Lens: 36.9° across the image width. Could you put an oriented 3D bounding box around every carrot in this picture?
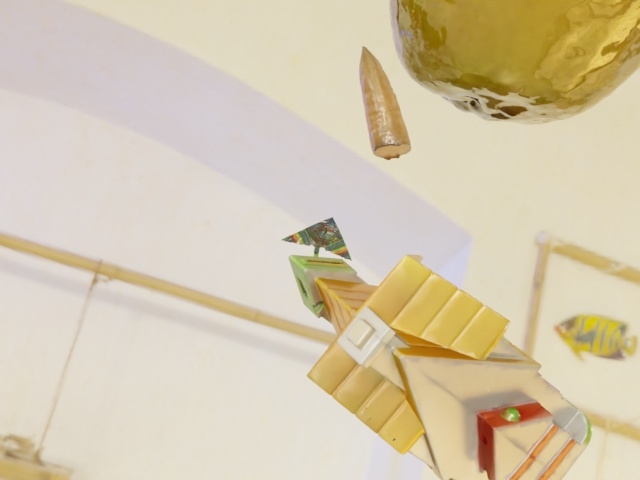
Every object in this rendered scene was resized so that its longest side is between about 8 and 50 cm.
[{"bbox_3d":[0.100,-0.244,1.665,0.072,0.205,0.072,-15,-13,-3],"label":"carrot"}]

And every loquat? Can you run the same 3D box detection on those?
[{"bbox_3d":[0.195,-0.239,0.839,0.276,0.283,0.276,18,14,-5],"label":"loquat"}]

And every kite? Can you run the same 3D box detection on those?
[{"bbox_3d":[0.000,0.000,1.483,0.122,0.090,0.004,11,-28,18],"label":"kite"}]

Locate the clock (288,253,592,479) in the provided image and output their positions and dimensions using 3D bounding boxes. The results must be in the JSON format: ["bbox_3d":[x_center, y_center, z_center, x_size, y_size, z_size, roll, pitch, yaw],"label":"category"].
[{"bbox_3d":[0.109,0.124,0.991,0.309,0.166,0.235,38,2,-39],"label":"clock"}]

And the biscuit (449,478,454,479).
[{"bbox_3d":[0.193,0.302,1.107,0.175,0.124,0.026,-134,-160,-74],"label":"biscuit"}]
